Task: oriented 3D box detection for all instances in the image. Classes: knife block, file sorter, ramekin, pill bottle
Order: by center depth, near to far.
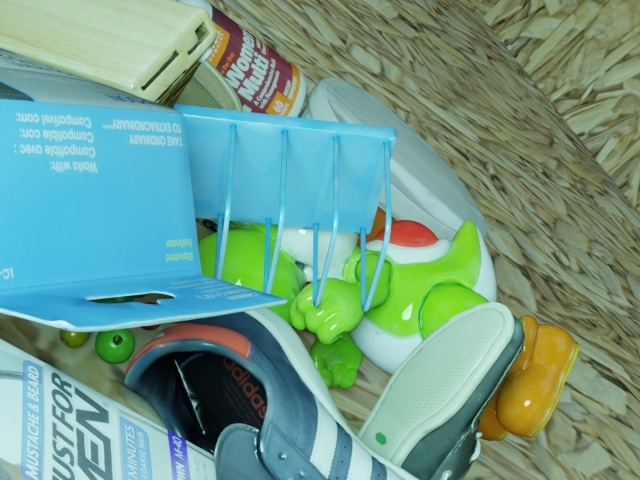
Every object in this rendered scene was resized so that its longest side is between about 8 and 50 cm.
[{"bbox_3d":[-0.035,-0.018,1.042,0.170,0.118,0.105,5,51,-7],"label":"file sorter"},{"bbox_3d":[-0.224,-0.162,1.066,0.242,0.088,0.275,40,-24,-5],"label":"knife block"},{"bbox_3d":[-0.132,-0.196,1.513,0.221,0.121,0.121,33,22,-31],"label":"pill bottle"},{"bbox_3d":[0.059,-0.056,1.604,0.273,0.127,0.273,39,19,-16],"label":"ramekin"}]

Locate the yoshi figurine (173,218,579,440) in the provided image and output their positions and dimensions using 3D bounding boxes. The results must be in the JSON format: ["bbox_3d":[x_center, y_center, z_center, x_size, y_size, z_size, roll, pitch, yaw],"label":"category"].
[{"bbox_3d":[0.022,0.072,1.179,0.362,0.204,0.203,30,27,-2],"label":"yoshi figurine"}]

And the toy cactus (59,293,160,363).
[{"bbox_3d":[-0.181,0.003,1.055,0.219,0.112,0.180,44,7,25],"label":"toy cactus"}]

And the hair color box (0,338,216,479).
[{"bbox_3d":[-0.205,0.130,0.702,0.338,0.110,0.185,32,22,-27],"label":"hair color box"}]

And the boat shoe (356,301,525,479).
[{"bbox_3d":[0.087,0.150,1.066,0.079,0.233,0.084,29,11,-30],"label":"boat shoe"}]

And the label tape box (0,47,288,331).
[{"bbox_3d":[-0.209,-0.055,0.842,0.347,0.115,0.249,19,10,25],"label":"label tape box"}]

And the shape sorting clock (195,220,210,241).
[{"bbox_3d":[-0.180,-0.059,1.248,0.206,0.040,0.206,45,11,-11],"label":"shape sorting clock"}]

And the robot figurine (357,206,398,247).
[{"bbox_3d":[0.000,-0.001,1.369,0.219,0.128,0.158,36,63,-24],"label":"robot figurine"}]

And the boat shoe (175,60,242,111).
[{"bbox_3d":[-0.212,-0.174,1.319,0.302,0.109,0.098,35,15,-12],"label":"boat shoe"}]

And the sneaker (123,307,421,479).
[{"bbox_3d":[-0.013,0.193,0.960,0.350,0.131,0.148,45,24,21],"label":"sneaker"}]
